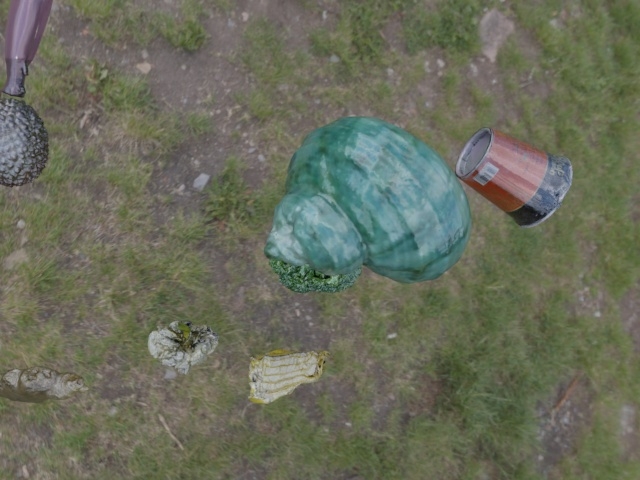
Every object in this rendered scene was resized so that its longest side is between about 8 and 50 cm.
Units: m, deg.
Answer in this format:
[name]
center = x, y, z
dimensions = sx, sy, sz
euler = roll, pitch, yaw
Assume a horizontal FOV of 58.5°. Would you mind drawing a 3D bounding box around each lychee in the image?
[lychee]
center = -0.276, -0.084, 0.505
dimensions = 0.068, 0.083, 0.067
euler = 44, 23, 25

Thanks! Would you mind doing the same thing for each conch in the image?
[conch]
center = 0.046, -0.024, 0.558
dimensions = 0.202, 0.134, 0.196
euler = -8, 116, 3

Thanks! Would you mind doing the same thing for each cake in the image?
[cake]
center = -0.043, 0.207, 0.879
dimensions = 0.116, 0.185, 0.079
euler = 1, 78, 1

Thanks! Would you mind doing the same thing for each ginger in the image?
[ginger]
center = -0.675, 0.339, 1.322
dimensions = 0.166, 0.333, 0.080
euler = 44, 44, -38

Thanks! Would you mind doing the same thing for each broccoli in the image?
[broccoli]
center = 0.000, 0.000, 0.953
dimensions = 0.196, 0.156, 0.195
euler = 0, 58, 0

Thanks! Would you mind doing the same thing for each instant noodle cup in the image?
[instant noodle cup]
center = 0.284, -0.102, 0.865
dimensions = 0.136, 0.127, 0.127
euler = 26, 71, -14

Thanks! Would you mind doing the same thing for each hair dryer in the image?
[hair dryer]
center = -0.237, -0.190, 0.446
dimensions = 0.054, 0.106, 0.154
euler = -16, 119, -66

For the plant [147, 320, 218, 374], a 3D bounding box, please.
[plant]
center = -0.236, 0.165, 0.995
dimensions = 0.104, 0.122, 0.117
euler = 41, 48, 20
